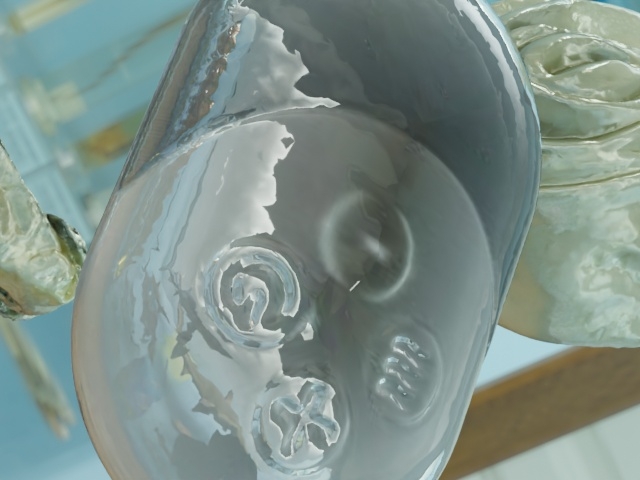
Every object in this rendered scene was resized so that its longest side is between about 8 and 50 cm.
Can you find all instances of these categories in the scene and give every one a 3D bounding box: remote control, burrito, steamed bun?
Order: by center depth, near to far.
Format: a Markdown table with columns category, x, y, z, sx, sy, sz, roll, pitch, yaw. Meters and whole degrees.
| category | x | y | z | sx | sy | sz | roll | pitch | yaw |
| --- | --- | --- | --- | --- | --- | --- | --- | --- | --- |
| remote control | 0.000 | 0.000 | 0.947 | 0.221 | 0.103 | 0.332 | 30 | 69 | -28 |
| burrito | -0.307 | -0.074 | 1.503 | 0.348 | 0.107 | 0.175 | 54 | -28 | -16 |
| steamed bun | 0.220 | -0.090 | 1.825 | 0.255 | 0.342 | 0.368 | 79 | 14 | -52 |
